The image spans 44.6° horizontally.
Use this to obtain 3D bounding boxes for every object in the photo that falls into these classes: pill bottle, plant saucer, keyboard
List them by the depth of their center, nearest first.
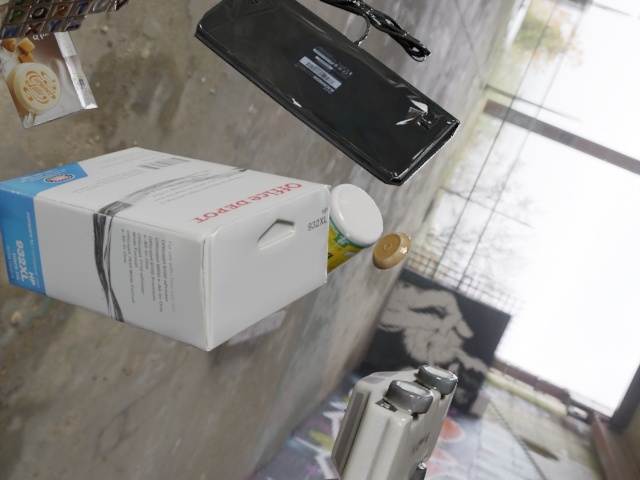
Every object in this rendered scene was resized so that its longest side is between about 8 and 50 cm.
[{"bbox_3d":[0.025,-0.210,0.912,0.201,0.317,0.033,-44,166,-23],"label":"keyboard"},{"bbox_3d":[0.000,0.000,1.368,0.208,0.117,0.117,-36,-171,38],"label":"pill bottle"},{"bbox_3d":[0.125,0.015,1.422,0.015,0.083,0.083,45,63,-33],"label":"plant saucer"}]

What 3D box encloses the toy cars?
[{"bbox_3d":[-0.001,0.215,0.576,0.393,0.087,0.176,-52,154,-39],"label":"toy cars"}]

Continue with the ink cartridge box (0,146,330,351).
[{"bbox_3d":[-0.174,-0.007,0.889,0.223,0.307,0.129,-26,123,-53],"label":"ink cartridge box"}]

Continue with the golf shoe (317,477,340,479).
[{"bbox_3d":[-0.014,0.447,1.226,0.094,0.077,0.198,-40,-170,39],"label":"golf shoe"}]

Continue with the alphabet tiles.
[{"bbox_3d":[-0.399,-0.408,1.281,0.237,0.009,0.198,-25,168,-44],"label":"alphabet tiles"}]

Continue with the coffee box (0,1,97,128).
[{"bbox_3d":[-0.585,-0.374,1.629,0.098,0.141,0.246,-75,149,-76],"label":"coffee box"}]
